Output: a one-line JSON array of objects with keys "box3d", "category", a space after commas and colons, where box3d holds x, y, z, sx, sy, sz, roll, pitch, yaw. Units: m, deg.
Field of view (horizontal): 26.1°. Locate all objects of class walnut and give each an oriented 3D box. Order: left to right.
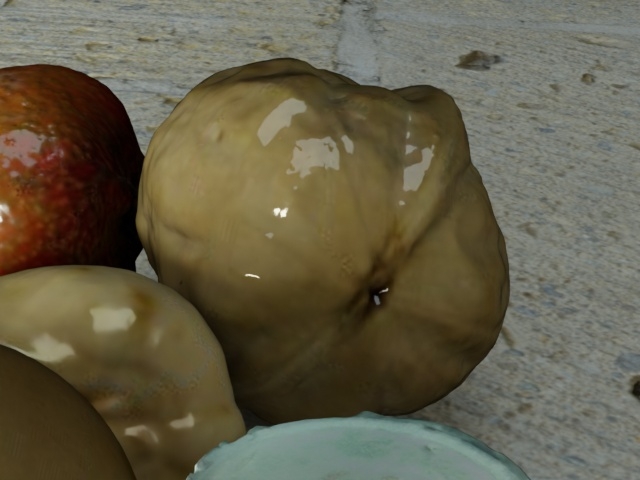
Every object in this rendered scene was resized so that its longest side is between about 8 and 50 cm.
[{"box3d": [0.000, 0.000, 1.269, 0.381, 0.381, 0.381, 3, 26, -1], "category": "walnut"}]

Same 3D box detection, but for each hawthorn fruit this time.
[{"box3d": [-0.341, -0.022, 1.358, 0.368, 0.285, 0.285, -6, 22, 20], "category": "hawthorn fruit"}]

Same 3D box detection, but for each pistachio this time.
[{"box3d": [-0.207, 0.130, 1.117, 0.321, 0.229, 0.238, 11, -14, 27], "category": "pistachio"}]

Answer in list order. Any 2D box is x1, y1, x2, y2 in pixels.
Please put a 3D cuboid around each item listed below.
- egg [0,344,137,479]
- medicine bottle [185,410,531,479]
[{"box3d": [-0.252, 0.219, 0.823, 0.301, 0.301, 0.374, 2, 26, -3], "category": "egg"}, {"box3d": [0.016, 0.267, 0.770, 0.244, 0.290, 0.245, 2, 25, -1], "category": "medicine bottle"}]
